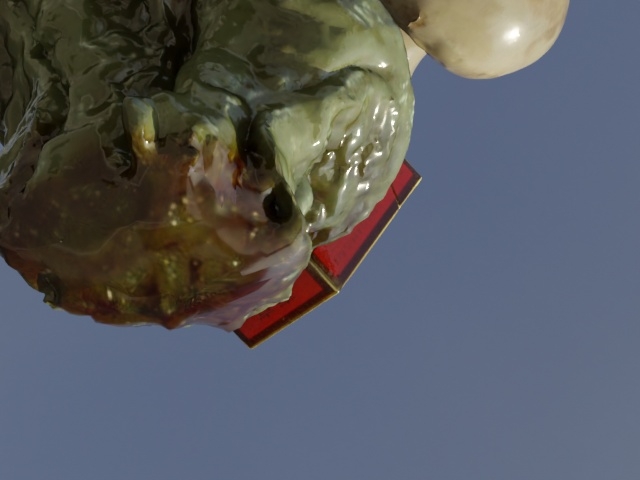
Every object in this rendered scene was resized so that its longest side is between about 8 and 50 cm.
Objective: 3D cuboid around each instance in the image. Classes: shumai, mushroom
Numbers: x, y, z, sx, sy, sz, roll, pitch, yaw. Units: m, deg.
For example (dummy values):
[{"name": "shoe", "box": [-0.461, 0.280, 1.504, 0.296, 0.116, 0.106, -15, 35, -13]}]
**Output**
[{"name": "shumai", "box": [-0.124, -0.084, 0.998, 0.323, 0.397, 0.324, -78, -167, -58]}, {"name": "mushroom", "box": [0.126, -0.303, 1.439, 0.290, 0.297, 0.298, -36, -121, 30]}]

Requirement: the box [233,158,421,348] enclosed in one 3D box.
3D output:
[{"name": "box", "box": [0.001, 0.001, 1.360, 0.074, 0.240, 0.153, 44, -49, -6]}]
